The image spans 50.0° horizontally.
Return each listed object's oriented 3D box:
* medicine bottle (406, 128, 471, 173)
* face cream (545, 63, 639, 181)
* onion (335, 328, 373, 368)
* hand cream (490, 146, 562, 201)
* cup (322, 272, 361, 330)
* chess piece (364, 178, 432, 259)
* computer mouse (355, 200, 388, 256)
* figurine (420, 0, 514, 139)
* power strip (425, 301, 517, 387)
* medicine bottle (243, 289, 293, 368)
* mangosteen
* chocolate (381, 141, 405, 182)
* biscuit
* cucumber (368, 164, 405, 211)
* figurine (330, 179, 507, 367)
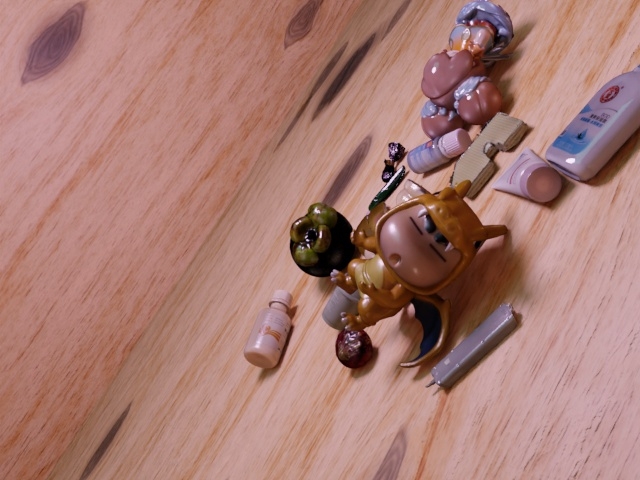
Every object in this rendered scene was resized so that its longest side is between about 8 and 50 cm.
[{"bbox_3d":[0.348,-0.261,2.015,0.203,0.083,0.083,-21,38,51],"label":"medicine bottle"},{"bbox_3d":[0.634,-0.280,1.467,0.336,0.080,0.163,-50,21,9],"label":"face cream"},{"bbox_3d":[0.086,0.269,1.732,0.107,0.097,0.107,-9,78,48],"label":"onion"},{"bbox_3d":[0.482,-0.156,1.610,0.133,0.083,0.248,-48,13,7],"label":"hand cream"},{"bbox_3d":[0.070,0.172,1.883,0.141,0.120,0.120,-55,20,20],"label":"cup"},{"bbox_3d":[0.218,-0.029,1.871,0.261,0.143,0.143,-53,21,11],"label":"chess piece"},{"bbox_3d":[0.163,-0.037,2.085,0.126,0.056,0.245,-43,22,22],"label":"computer mouse"},{"bbox_3d":[0.432,-0.505,2.057,0.277,0.248,0.388,-24,26,55],"label":"figurine"},{"bbox_3d":[0.311,0.226,1.422,0.252,0.027,0.060,-47,23,15],"label":"power strip"},{"bbox_3d":[-0.153,0.272,2.170,0.114,0.114,0.252,-30,31,44],"label":"medicine bottle"},{"bbox_3d":[0.000,0.000,2.123,0.243,0.243,0.243,-43,24,24],"label":"mangosteen"},{"bbox_3d":[0.231,-0.253,2.268,0.072,0.070,0.147,108,-172,-64],"label":"chocolate"},{"bbox_3d":[0.438,-0.228,1.830,0.250,0.046,0.147,-51,23,3],"label":"biscuit"},{"bbox_3d":[0.215,-0.163,2.200,0.184,0.033,0.036,-49,47,11],"label":"cucumber"},{"bbox_3d":[0.212,0.037,1.596,0.387,0.268,0.401,-44,19,27],"label":"figurine"}]
